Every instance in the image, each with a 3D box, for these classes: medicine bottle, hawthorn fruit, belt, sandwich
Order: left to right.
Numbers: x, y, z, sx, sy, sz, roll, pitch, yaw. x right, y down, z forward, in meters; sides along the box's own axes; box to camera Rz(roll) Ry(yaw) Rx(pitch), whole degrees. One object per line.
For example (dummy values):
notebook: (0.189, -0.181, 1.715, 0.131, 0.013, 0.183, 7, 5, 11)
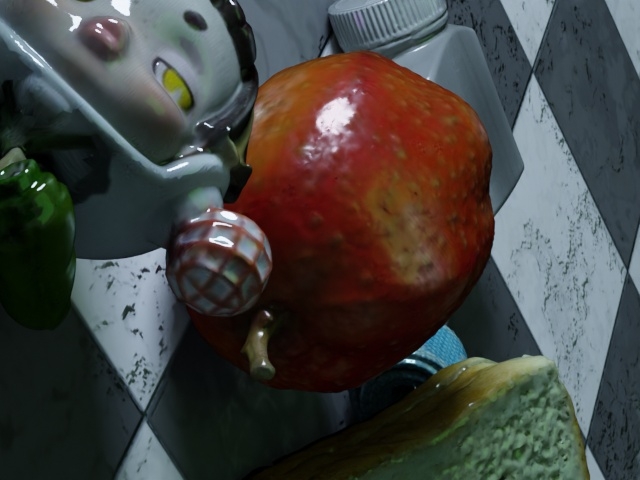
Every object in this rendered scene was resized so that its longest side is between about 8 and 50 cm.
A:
hawthorn fruit: (0.000, 0.000, 1.230, 0.253, 0.205, 0.205, -51, 123, -50)
medicine bottle: (0.079, -0.107, 1.534, 0.188, 0.088, 0.132, 68, 29, -16)
sandwich: (0.096, 0.233, 1.334, 0.249, 0.095, 0.273, -28, 105, -37)
belt: (0.106, 0.192, 1.468, 0.072, 0.087, 0.302, -76, 144, -63)

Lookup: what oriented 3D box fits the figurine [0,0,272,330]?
figurine: (-0.156, -0.042, 1.007, 0.281, 0.167, 0.370, 43, 43, -1)
